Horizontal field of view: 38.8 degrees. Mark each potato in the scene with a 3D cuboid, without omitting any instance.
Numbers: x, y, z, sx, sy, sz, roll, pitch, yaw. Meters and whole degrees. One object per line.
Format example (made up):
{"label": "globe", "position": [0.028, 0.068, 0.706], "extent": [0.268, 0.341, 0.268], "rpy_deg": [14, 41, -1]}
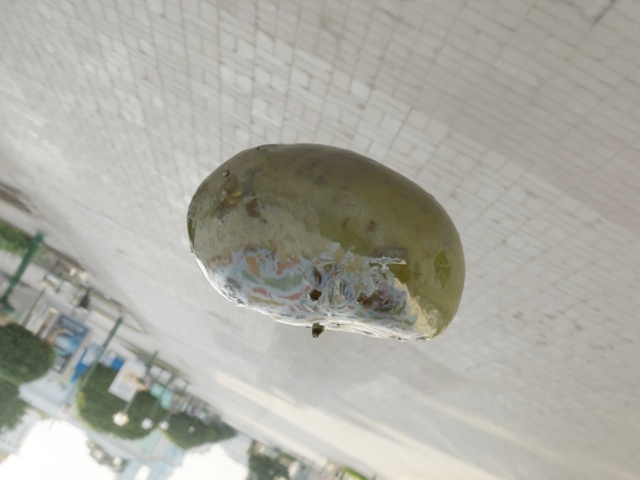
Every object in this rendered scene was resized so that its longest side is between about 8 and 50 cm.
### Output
{"label": "potato", "position": [0.000, 0.000, 0.779], "extent": [0.262, 0.165, 0.165], "rpy_deg": [21, 165, 21]}
